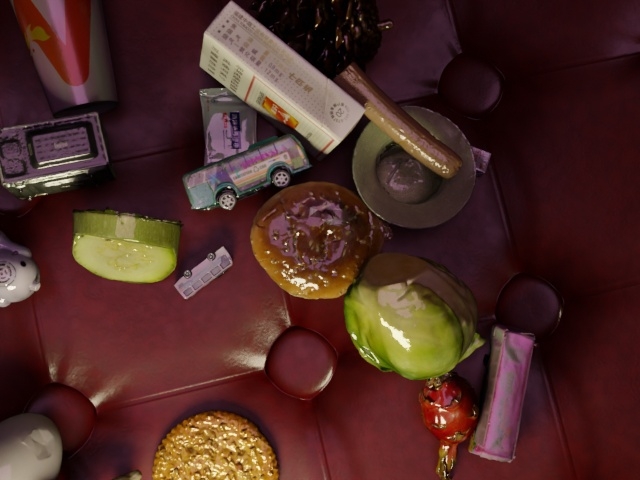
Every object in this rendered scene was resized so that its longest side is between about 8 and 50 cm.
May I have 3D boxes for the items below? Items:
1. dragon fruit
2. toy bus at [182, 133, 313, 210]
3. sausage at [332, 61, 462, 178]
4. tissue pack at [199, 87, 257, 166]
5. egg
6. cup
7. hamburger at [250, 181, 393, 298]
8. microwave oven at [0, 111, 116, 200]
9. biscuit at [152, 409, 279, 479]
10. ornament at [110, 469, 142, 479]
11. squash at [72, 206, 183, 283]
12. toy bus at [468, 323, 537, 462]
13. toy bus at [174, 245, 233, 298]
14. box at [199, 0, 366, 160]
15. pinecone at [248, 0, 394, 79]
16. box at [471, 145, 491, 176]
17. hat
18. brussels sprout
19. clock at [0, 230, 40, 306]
[{"bbox_3d":[0.256,0.375,1.627,0.125,0.125,0.246,-2,99,-19],"label":"dragon fruit"},{"bbox_3d":[-0.149,-0.134,1.654,0.262,0.091,0.109,-22,93,-3],"label":"toy bus"},{"bbox_3d":[0.153,-0.230,1.581,0.301,0.066,0.066,42,82,-2],"label":"sausage"},{"bbox_3d":[-0.190,-0.229,1.706,0.123,0.026,0.193,-4,85,-6],"label":"tissue pack"},{"bbox_3d":[-0.582,0.434,1.517,0.176,0.176,0.232,38,76,1],"label":"egg"},{"bbox_3d":[-0.511,-0.402,1.633,0.203,0.203,0.288,-15,91,-6],"label":"cup"},{"bbox_3d":[0.000,0.000,1.640,0.286,0.146,0.243,1,90,-6],"label":"hamburger"},{"bbox_3d":[-0.523,-0.161,1.605,0.205,0.163,0.129,-13,86,-9],"label":"microwave oven"},{"bbox_3d":[-0.209,0.464,1.613,0.254,0.035,0.254,1,82,-4],"label":"biscuit"},{"bbox_3d":[-0.467,0.518,1.517,0.245,0.230,0.061,-45,63,10],"label":"ornament"},{"bbox_3d":[-0.380,0.003,1.568,0.220,0.220,0.133,8,79,-3],"label":"squash"},{"bbox_3d":[0.374,0.308,1.644,0.090,0.112,0.274,12,80,1],"label":"toy bus"},{"bbox_3d":[-0.239,0.066,1.660,0.131,0.037,0.052,-37,89,-7],"label":"toy bus"},{"bbox_3d":[-0.083,-0.308,1.617,0.330,0.210,0.095,39,79,-5],"label":"box"},{"bbox_3d":[-0.005,-0.437,1.659,0.309,0.244,0.244,14,82,13],"label":"pinecone"},{"bbox_3d":[0.303,-0.181,1.735,0.117,0.036,0.050,22,81,-3],"label":"box"},{"bbox_3d":[0.179,-0.140,1.671,0.257,0.130,0.257,1,83,-8],"label":"hat"},{"bbox_3d":[0.174,0.144,1.561,0.259,0.294,0.227,17,56,35],"label":"brussels sprout"},{"bbox_3d":[-0.655,0.043,1.561,0.254,0.189,0.188,21,82,-1],"label":"clock"}]
